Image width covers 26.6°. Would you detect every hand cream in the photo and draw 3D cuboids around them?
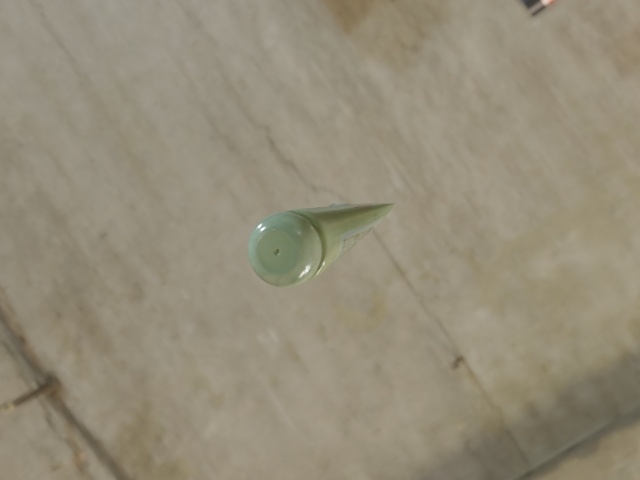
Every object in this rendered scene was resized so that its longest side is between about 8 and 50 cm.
[{"bbox_3d":[0.000,0.000,1.761,0.093,0.147,0.306,61,-161,6],"label":"hand cream"}]
